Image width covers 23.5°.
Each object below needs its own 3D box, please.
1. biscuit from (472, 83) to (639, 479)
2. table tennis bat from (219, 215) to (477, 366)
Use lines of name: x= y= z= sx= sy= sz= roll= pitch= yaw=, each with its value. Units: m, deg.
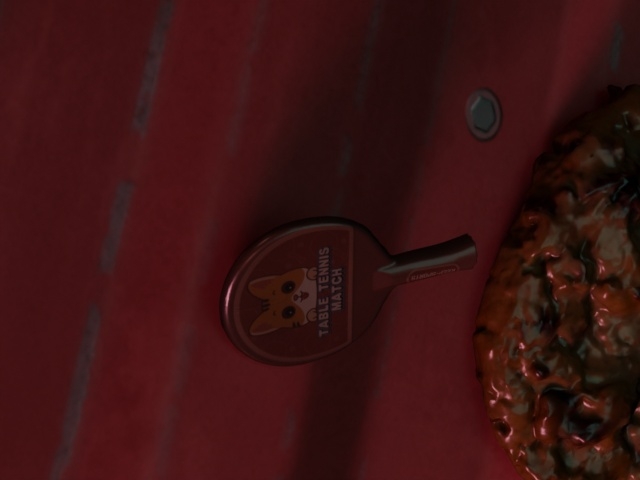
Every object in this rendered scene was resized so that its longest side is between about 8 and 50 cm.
biscuit: x=0.248 y=0.050 z=1.160 sx=0.289 sy=0.081 sz=0.334 roll=29 pitch=74 yaw=-35
table tennis bat: x=0.000 y=0.000 z=1.000 sx=0.170 sy=0.119 sz=0.107 roll=-13 pitch=126 yaw=-16
